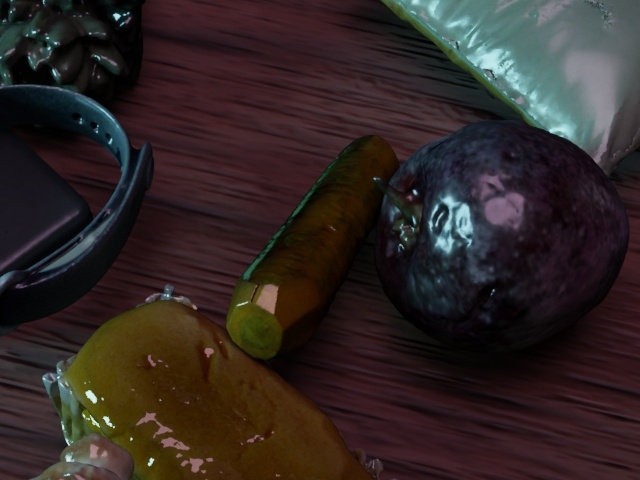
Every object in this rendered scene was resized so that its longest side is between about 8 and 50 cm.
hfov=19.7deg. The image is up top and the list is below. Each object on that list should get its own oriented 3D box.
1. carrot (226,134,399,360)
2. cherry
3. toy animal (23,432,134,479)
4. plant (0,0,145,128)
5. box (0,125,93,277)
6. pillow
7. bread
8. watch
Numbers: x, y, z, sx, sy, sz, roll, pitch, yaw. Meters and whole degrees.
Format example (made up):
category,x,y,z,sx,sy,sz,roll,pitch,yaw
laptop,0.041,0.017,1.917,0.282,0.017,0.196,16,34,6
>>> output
category,x,y,z,sx,sy,sz,roll,pitch,yaw
carrot,0.000,0.000,1.404,0.070,0.070,0.260,20,36,10
cherry,0.139,-0.005,1.387,0.195,0.195,0.195,1,57,-2
toy animal,-0.178,0.231,1.219,0.104,0.185,0.184,39,64,18
plant,-0.207,-0.188,1.518,0.132,0.129,0.194,4,55,-1
box,-0.308,-0.041,1.465,0.160,0.050,0.230,-39,67,-24
pillow,0.228,-0.213,1.563,0.312,0.119,0.310,-37,63,-23
bread,-0.076,0.150,1.325,0.241,0.107,0.136,41,61,20
watch,-0.234,-0.027,1.394,0.193,0.068,0.206,10,56,3
